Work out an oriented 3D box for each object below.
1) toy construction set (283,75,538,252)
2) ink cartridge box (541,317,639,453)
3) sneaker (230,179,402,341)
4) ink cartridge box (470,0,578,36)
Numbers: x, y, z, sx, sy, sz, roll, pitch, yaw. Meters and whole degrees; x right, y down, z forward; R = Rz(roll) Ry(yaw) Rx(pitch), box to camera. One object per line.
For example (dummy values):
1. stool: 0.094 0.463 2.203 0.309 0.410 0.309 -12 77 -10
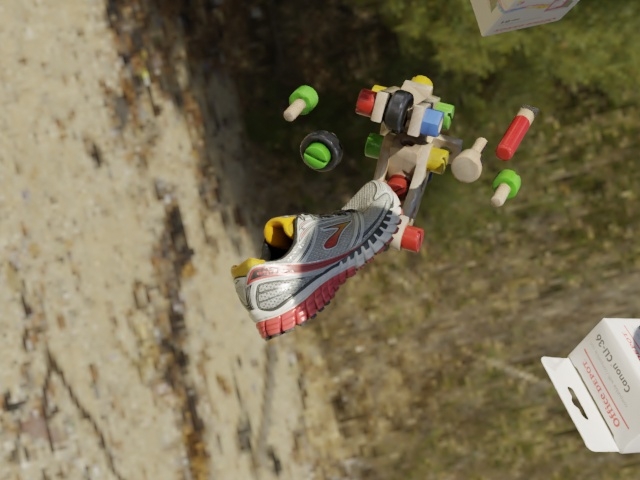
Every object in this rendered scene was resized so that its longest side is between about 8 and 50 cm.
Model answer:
1. toy construction set: 0.158 -0.143 1.849 0.237 0.309 0.257 -53 130 -50
2. ink cartridge box: 0.320 0.138 1.278 0.067 0.198 0.115 -56 -134 37
3. sneaker: 0.000 0.000 1.319 0.088 0.225 0.092 -24 -75 49
4. ink cartridge box: 0.203 -0.243 1.246 0.122 0.089 0.052 137 -62 -72
